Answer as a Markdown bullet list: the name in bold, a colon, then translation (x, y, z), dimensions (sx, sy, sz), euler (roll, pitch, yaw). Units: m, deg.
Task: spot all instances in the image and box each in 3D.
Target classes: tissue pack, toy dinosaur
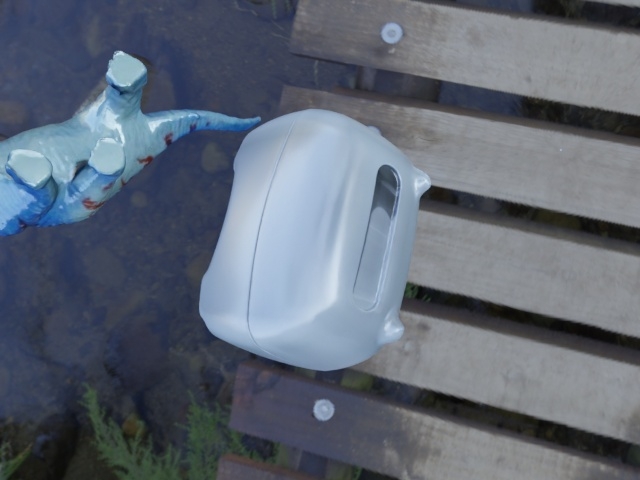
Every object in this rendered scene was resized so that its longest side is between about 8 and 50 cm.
- **tissue pack**: translation (0.000, 0.000, 0.944), dimensions (0.236, 0.229, 0.333), euler (-2, 70, 41)
- **toy dinosaur**: translation (-0.166, -0.046, 0.441), dimensions (0.329, 0.144, 0.076), euler (-29, 81, -21)
